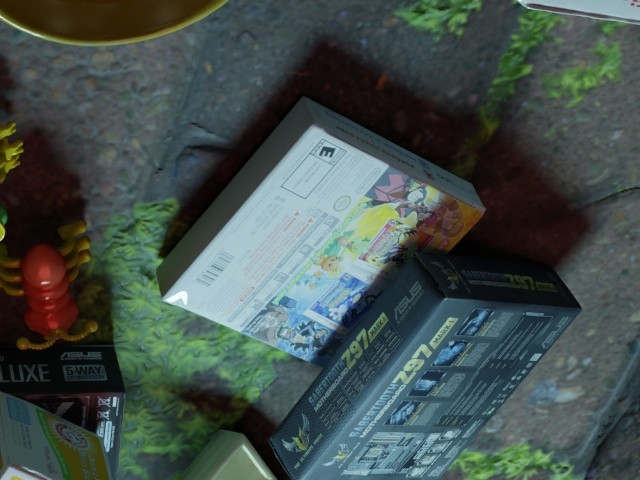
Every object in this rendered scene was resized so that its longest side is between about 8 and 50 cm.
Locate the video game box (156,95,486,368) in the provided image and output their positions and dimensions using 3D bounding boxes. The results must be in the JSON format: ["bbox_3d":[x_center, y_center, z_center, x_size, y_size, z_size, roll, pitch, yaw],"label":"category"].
[{"bbox_3d":[0.000,0.000,1.567,0.187,0.048,0.205,27,118,-31],"label":"video game box"}]

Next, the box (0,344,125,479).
[{"bbox_3d":[-0.300,0.237,1.631,0.242,0.076,0.307,0,119,-15],"label":"box"}]

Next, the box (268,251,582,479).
[{"bbox_3d":[0.089,0.115,1.646,0.183,0.059,0.233,5,130,-45],"label":"box"}]

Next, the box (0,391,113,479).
[{"bbox_3d":[-0.259,0.240,1.529,0.103,0.114,0.203,28,108,-25],"label":"box"}]

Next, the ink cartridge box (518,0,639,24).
[{"bbox_3d":[0.222,-0.261,1.388,0.139,0.082,0.191,6,128,-19],"label":"ink cartridge box"}]

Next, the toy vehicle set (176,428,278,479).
[{"bbox_3d":[-0.114,0.317,1.677,0.267,0.035,0.166,-49,122,-28],"label":"toy vehicle set"}]

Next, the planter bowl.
[{"bbox_3d":[-0.142,-0.237,1.289,0.217,0.090,0.217,-11,143,-9],"label":"planter bowl"}]

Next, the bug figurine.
[{"bbox_3d":[-0.306,0.028,1.441,0.279,0.072,0.216,-18,132,-11],"label":"bug figurine"}]
